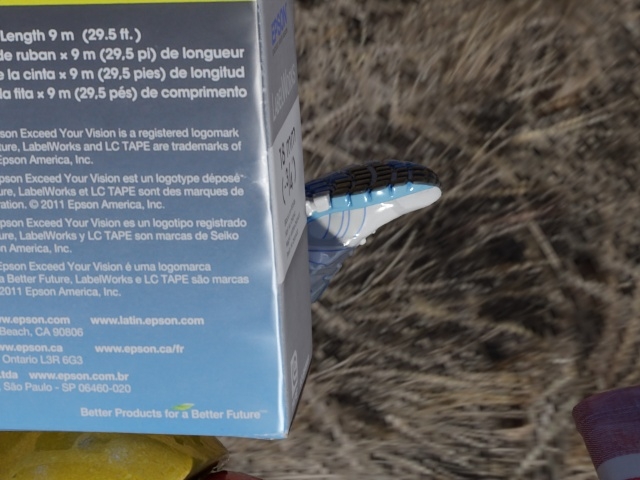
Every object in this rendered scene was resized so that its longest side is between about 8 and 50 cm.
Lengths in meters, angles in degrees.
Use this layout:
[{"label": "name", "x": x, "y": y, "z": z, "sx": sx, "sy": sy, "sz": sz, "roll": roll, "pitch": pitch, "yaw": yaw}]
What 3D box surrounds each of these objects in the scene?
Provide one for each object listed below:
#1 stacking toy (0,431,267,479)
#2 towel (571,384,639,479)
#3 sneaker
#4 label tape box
[{"label": "stacking toy", "x": -0.118, "y": 0.206, "z": 1.197, "sx": 0.350, "sy": 0.350, "sz": 0.480, "roll": -36, "pitch": 82, "yaw": -8}, {"label": "towel", "x": 0.321, "y": 0.199, "z": 1.269, "sx": 0.237, "sy": 0.329, "sz": 0.037, "roll": -8, "pitch": 129, "yaw": -7}, {"label": "sneaker", "x": 0.000, "y": 0.000, "z": 1.413, "sx": 0.191, "sy": 0.071, "sz": 0.083, "roll": -17, "pitch": 106, "yaw": 3}, {"label": "label tape box", "x": -0.134, "y": -0.071, "z": 0.996, "sx": 0.241, "sy": 0.106, "sz": 0.333, "roll": 1, "pitch": 111, "yaw": 10}]
